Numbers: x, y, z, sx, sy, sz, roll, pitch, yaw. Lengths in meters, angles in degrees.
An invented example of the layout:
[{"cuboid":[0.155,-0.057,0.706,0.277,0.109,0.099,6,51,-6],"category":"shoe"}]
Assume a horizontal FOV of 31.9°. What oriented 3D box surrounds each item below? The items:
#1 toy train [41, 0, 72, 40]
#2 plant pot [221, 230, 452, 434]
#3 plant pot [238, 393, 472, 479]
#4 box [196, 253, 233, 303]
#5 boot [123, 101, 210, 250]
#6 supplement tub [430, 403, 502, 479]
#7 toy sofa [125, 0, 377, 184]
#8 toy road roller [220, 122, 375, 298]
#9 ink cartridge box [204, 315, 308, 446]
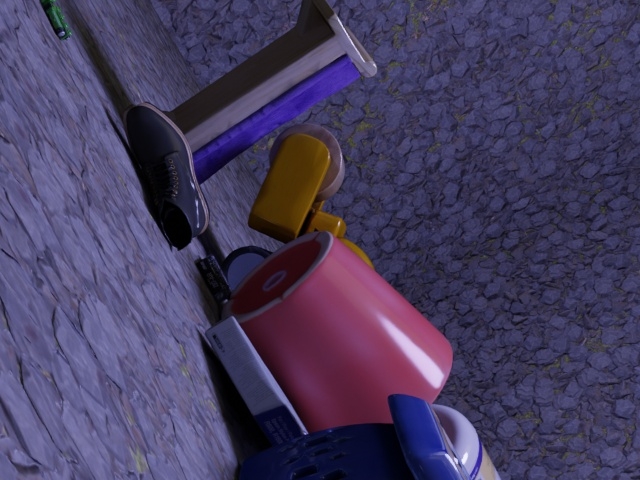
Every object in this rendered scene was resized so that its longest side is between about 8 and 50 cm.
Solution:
[{"cuboid":[-0.352,-0.300,1.477,0.083,0.017,0.024,62,12,15],"category":"toy train"},{"cuboid":[0.008,0.138,1.568,0.243,0.275,0.275,51,5,-17],"category":"plant pot"},{"cuboid":[0.061,0.295,1.093,0.236,0.212,0.236,61,3,-7],"category":"plant pot"},{"cuboid":[-0.153,0.055,1.630,0.067,0.018,0.083,62,2,-3],"category":"box"},{"cuboid":[-0.208,-0.088,1.501,0.198,0.077,0.137,60,8,-11],"category":"boot"},{"cuboid":[0.189,0.449,1.762,0.331,0.241,0.241,61,2,-24],"category":"supplement tub"},{"cuboid":[-0.096,-0.201,1.672,0.177,0.362,0.150,54,5,-33],"category":"toy sofa"},{"cuboid":[0.000,0.000,1.798,0.240,0.329,0.202,21,-1,4],"category":"toy road roller"},{"cuboid":[-0.041,0.228,1.338,0.224,0.045,0.223,50,-9,49],"category":"ink cartridge box"}]
